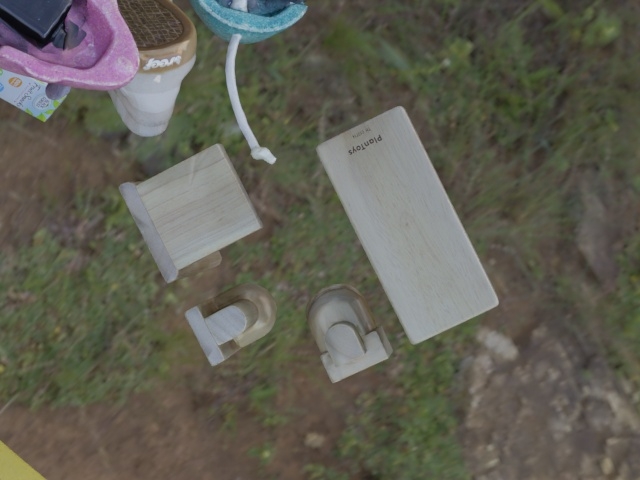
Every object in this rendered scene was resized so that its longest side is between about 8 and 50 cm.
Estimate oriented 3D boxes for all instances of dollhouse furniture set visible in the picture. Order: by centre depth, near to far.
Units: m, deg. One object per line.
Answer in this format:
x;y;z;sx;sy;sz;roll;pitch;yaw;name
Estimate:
0.000;0.000;0.823;0.151;0.123;0.144;-26;89;7;dollhouse furniture set

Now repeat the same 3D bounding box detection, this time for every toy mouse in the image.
-0.055;-0.080;0.433;0.161;0.031;0.143;-34;90;-23;toy mouse

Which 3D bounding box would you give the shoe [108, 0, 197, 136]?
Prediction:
-0.125;-0.138;0.844;0.076;0.058;0.219;-15;42;-14;shoe

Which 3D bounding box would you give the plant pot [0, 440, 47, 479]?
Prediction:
-0.205;0.193;0.682;0.212;0.212;0.187;53;48;-43;plant pot

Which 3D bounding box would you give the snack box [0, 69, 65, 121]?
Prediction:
-0.206;-0.161;1.006;0.100;0.037;0.141;28;47;-21;snack box
